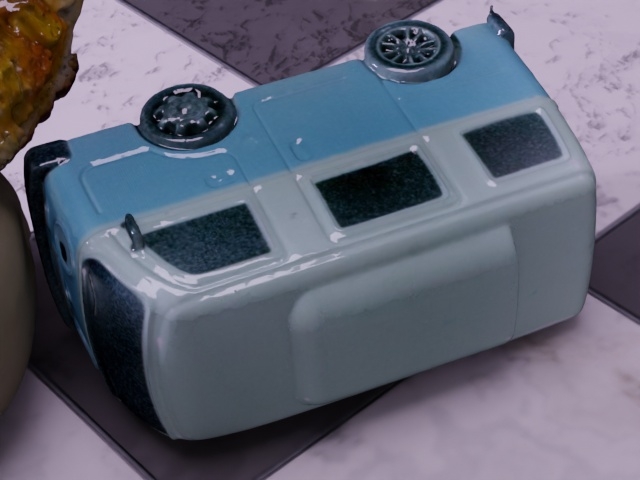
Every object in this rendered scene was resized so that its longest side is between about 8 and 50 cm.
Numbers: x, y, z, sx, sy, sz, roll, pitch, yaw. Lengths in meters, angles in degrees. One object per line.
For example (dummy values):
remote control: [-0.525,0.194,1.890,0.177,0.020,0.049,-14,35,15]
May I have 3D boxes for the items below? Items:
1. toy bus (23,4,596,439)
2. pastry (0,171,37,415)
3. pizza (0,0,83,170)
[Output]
toy bus: [0.000,0.000,0.783,0.271,0.133,0.165,-18,45,-14]
pastry: [-0.268,0.039,0.780,0.265,0.133,0.265,-5,40,4]
pizza: [-0.245,-0.067,0.742,0.305,0.085,0.161,-29,40,-23]
